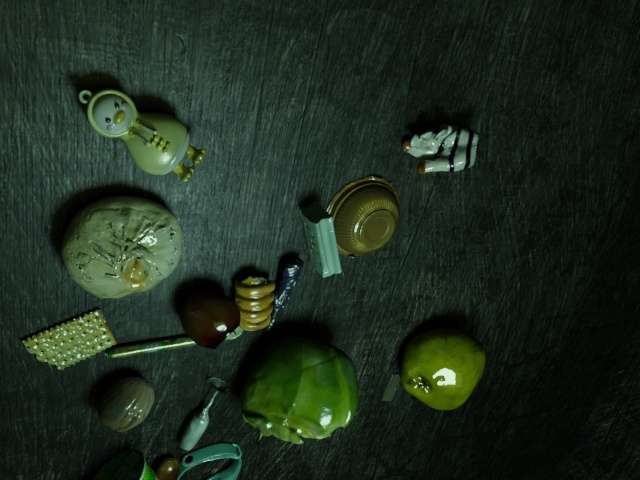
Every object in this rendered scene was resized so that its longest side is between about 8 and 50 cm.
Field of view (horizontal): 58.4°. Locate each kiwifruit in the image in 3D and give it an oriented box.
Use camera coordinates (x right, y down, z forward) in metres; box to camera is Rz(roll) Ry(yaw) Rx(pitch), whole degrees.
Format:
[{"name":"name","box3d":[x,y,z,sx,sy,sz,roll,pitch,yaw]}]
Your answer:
[{"name":"kiwifruit","box3d":[-0.496,0.748,1.843,0.075,0.075,0.125,2,123,-30]}]

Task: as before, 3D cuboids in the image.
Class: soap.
[{"name":"soap","box3d":[0.000,0.000,1.649,0.063,0.114,0.198,-22,125,-15]}]

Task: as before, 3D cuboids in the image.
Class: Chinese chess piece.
[{"name":"Chinese chess piece","box3d":[-0.268,0.254,1.701,0.084,0.034,0.084,-13,122,-22]}]

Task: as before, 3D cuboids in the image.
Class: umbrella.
[{"name":"umbrella","box3d":[-0.120,0.157,1.716,0.070,0.071,0.248,9,117,-33]}]

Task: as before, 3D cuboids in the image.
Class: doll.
[{"name":"doll","box3d":[-0.400,-0.240,1.280,0.296,0.117,0.141,31,93,-38]}]

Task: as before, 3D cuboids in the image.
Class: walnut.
[{"name":"walnut","box3d":[-0.543,0.457,1.607,0.162,0.140,0.140,-36,129,6]}]

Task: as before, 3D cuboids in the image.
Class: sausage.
[{"name":"sausage","box3d":[-0.469,0.299,1.616,0.269,0.033,0.033,-5,120,-26]}]

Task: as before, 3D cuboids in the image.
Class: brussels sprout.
[{"name":"brussels sprout","box3d":[-0.065,0.456,1.776,0.371,0.315,0.276,-19,164,24]}]

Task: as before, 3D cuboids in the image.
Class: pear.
[{"name":"pear","box3d":[0.460,0.447,2.081,0.375,0.287,0.287,-15,125,-38]}]

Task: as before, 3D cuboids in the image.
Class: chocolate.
[{"name":"chocolate","box3d":[-0.309,0.209,1.584,0.176,0.177,0.177,-14,123,-22]}]

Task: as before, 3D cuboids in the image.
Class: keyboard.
[{"name":"keyboard","box3d":[0.273,0.562,2.198,0.049,0.015,0.129,6,115,-26]}]

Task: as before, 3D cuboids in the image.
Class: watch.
[{"name":"watch","box3d":[-0.374,0.774,1.936,0.237,0.068,0.195,-21,124,-12]}]

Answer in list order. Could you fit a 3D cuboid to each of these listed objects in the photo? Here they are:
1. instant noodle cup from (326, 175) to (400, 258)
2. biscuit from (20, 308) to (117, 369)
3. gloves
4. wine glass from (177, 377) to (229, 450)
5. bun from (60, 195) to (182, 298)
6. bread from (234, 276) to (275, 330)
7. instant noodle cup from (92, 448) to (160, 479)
[{"name":"instant noodle cup","box3d":[0.148,-0.051,1.716,0.273,0.091,0.274,-14,124,-22]},{"name":"biscuit","box3d":[-0.652,0.268,1.506,0.203,0.016,0.144,-25,127,-15]},{"name":"gloves","box3d":[0.350,-0.278,1.688,0.218,0.131,0.140,7,120,2]},{"name":"wine glass","box3d":[-0.374,0.553,1.801,0.074,0.074,0.262,19,108,-36]},{"name":"bun","box3d":[-0.473,0.030,1.383,0.287,0.146,0.287,-12,122,-20]},{"name":"bread","box3d":[-0.190,0.180,1.658,0.119,0.084,0.177,-6,109,-32]},{"name":"instant noodle cup","box3d":[-0.553,0.788,1.731,0.207,0.207,0.233,-34,121,-7]}]
